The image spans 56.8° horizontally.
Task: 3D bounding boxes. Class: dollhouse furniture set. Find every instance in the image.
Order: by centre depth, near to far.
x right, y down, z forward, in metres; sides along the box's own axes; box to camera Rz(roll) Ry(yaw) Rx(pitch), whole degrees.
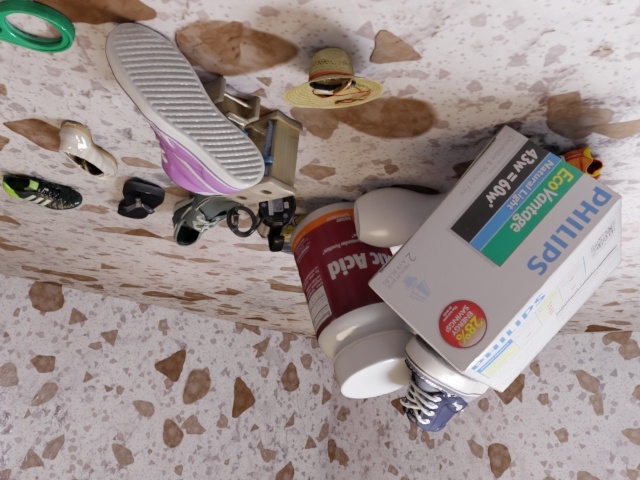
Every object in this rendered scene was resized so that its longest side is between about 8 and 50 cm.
[{"bbox_3d":[-0.142,-0.155,0.977,0.128,0.130,0.183,-9,159,40],"label":"dollhouse furniture set"}]

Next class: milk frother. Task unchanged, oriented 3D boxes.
[{"bbox_3d":[-0.138,-0.048,1.346,0.143,0.129,0.135,14,161,-6],"label":"milk frother"}]

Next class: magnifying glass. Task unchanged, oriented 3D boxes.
[{"bbox_3d":[-0.450,-0.294,0.797,0.230,0.026,0.092,4,164,-1],"label":"magnifying glass"}]

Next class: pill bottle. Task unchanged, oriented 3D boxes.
[{"bbox_3d":[0.081,0.128,1.314,0.223,0.392,0.224,-13,147,-9],"label":"pill bottle"}]

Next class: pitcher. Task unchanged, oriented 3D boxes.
[{"bbox_3d":[0.177,-0.049,1.272,0.206,0.126,0.178,-6,171,-4],"label":"pitcher"}]

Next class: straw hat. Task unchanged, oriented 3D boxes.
[{"bbox_3d":[0.015,-0.227,0.806,0.144,0.061,0.144,-5,178,0],"label":"straw hat"}]

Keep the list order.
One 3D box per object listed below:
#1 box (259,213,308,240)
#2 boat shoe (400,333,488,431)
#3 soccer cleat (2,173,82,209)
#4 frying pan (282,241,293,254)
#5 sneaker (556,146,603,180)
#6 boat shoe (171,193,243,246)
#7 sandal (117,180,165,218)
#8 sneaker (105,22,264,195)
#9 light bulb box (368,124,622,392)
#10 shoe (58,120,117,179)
[{"bbox_3d":[-0.067,-0.031,1.487,0.168,0.059,0.054,3,162,7],"label":"box"},{"bbox_3d":[0.212,0.289,1.124,0.127,0.158,0.340,45,-173,36],"label":"boat shoe"},{"bbox_3d":[-0.657,-0.115,1.396,0.178,0.060,0.072,12,161,-13],"label":"soccer cleat"},{"bbox_3d":[0.005,0.008,1.632,0.325,0.053,0.197,4,164,16],"label":"frying pan"},{"bbox_3d":[0.473,-0.111,1.057,0.067,0.064,0.175,-15,159,26],"label":"sneaker"},{"bbox_3d":[-0.264,-0.057,1.391,0.116,0.099,0.319,18,158,-32],"label":"boat shoe"},{"bbox_3d":[-0.438,-0.083,1.435,0.097,0.055,0.254,11,162,-20],"label":"sandal"},{"bbox_3d":[-0.226,-0.169,0.867,0.161,0.102,0.282,-8,128,48],"label":"sneaker"},{"bbox_3d":[0.329,0.055,1.057,0.225,0.358,0.361,43,-176,32],"label":"light bulb box"},{"bbox_3d":[-0.466,-0.161,1.177,0.076,0.059,0.219,5,163,2],"label":"shoe"}]
